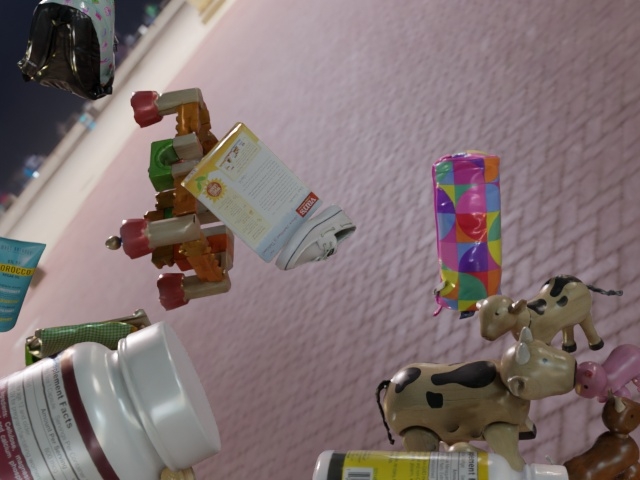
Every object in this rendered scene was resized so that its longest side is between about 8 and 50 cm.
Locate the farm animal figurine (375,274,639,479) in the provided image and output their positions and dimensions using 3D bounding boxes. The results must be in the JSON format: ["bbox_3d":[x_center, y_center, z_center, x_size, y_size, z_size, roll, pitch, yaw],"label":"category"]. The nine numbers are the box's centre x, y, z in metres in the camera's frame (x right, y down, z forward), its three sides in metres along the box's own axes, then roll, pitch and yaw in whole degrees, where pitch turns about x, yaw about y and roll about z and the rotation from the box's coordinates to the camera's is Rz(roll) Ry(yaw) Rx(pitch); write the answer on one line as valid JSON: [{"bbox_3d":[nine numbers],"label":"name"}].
[{"bbox_3d":[0.213,0.160,1.109,0.326,0.172,0.330,-18,26,10],"label":"farm animal figurine"}]

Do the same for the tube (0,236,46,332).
[{"bbox_3d":[-0.481,0.062,1.515,0.207,0.080,0.052,119,150,-43],"label":"tube"}]

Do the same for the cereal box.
[{"bbox_3d":[-0.135,-0.095,1.967,0.173,0.240,0.047,-48,21,-6],"label":"cereal box"}]

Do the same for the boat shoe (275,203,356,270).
[{"bbox_3d":[0.000,0.000,1.895,0.226,0.076,0.083,-44,-15,-45],"label":"boat shoe"}]

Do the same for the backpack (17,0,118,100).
[{"bbox_3d":[-0.386,-0.320,1.523,0.182,0.152,0.115,108,173,-51],"label":"backpack"}]

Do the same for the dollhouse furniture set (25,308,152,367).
[{"bbox_3d":[-0.414,0.227,1.755,0.197,0.151,0.301,-11,-6,-23],"label":"dollhouse furniture set"}]

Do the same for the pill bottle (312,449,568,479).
[{"bbox_3d":[0.101,0.237,0.822,0.208,0.119,0.119,0,31,9],"label":"pill bottle"}]

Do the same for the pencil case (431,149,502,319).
[{"bbox_3d":[0.206,-0.009,1.384,0.104,0.104,0.236,-157,65,-74],"label":"pencil case"}]

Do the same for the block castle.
[{"bbox_3d":[-0.339,-0.097,2.214,0.213,0.303,0.453,-11,53,8],"label":"block castle"}]

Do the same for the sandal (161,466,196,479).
[{"bbox_3d":[-0.234,0.409,1.316,0.088,0.079,0.240,28,109,49],"label":"sandal"}]

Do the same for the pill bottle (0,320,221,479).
[{"bbox_3d":[-0.344,0.266,1.267,0.392,0.224,0.224,-24,16,-3],"label":"pill bottle"}]
